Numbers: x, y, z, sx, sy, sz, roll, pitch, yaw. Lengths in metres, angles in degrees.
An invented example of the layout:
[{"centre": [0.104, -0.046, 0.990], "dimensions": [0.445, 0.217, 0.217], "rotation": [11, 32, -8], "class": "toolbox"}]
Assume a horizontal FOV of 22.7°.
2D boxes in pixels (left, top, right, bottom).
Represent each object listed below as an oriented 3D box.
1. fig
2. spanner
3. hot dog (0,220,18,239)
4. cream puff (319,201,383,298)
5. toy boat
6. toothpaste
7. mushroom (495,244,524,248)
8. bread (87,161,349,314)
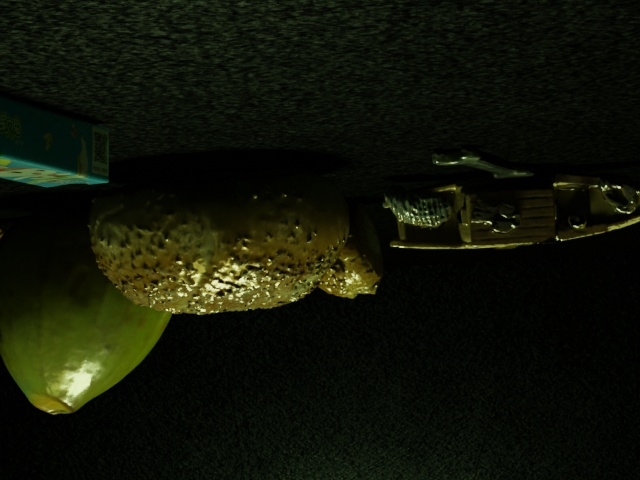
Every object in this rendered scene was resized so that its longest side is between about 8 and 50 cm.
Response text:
[{"centre": [-0.299, 0.084, 1.984], "dimensions": [0.239, 0.271, 0.239], "rotation": [9, 170, 2], "class": "fig"}, {"centre": [0.183, -0.084, 1.768], "dimensions": [0.054, 0.015, 0.254], "rotation": [-7, 175, 22], "class": "spanner"}, {"centre": [-0.402, -0.003, 2.237], "dimensions": [0.071, 0.045, 0.165], "rotation": [-6, 175, 14], "class": "hot dog"}, {"centre": [0.027, 0.013, 2.189], "dimensions": [0.103, 0.144, 0.126], "rotation": [-17, 138, 17], "class": "cream puff"}, {"centre": [0.236, -0.036, 1.910], "dimensions": [0.321, 0.089, 0.121], "rotation": [-4, -174, 6], "class": "toy boat"}, {"centre": [-0.249, -0.080, 1.253], "dimensions": [0.065, 0.050, 0.266], "rotation": [-1, 176, 17], "class": "toothpaste"}, {"centre": [0.238, -0.029, 2.177], "dimensions": [0.100, 0.081, 0.312], "rotation": [1, 180, -6], "class": "mushroom"}, {"centre": [-0.110, 0.002, 1.744], "dimensions": [0.305, 0.159, 0.305], "rotation": [-2, 177, 0], "class": "bread"}]
